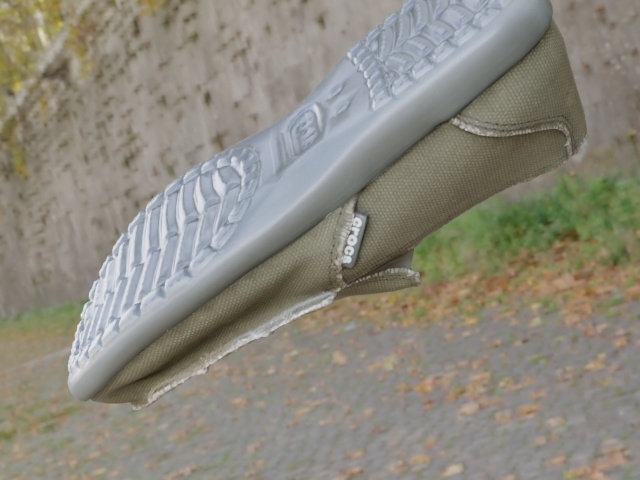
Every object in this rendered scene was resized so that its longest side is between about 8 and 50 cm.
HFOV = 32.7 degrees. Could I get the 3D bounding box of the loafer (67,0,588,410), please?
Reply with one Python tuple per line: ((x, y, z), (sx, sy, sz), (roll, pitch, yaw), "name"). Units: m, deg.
((0.000, 0.000, 0.430), (0.251, 0.087, 0.094), (-36, 28, 22), "loafer")
